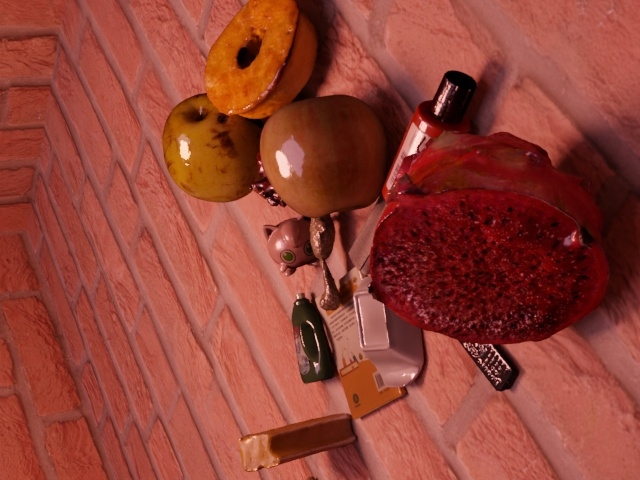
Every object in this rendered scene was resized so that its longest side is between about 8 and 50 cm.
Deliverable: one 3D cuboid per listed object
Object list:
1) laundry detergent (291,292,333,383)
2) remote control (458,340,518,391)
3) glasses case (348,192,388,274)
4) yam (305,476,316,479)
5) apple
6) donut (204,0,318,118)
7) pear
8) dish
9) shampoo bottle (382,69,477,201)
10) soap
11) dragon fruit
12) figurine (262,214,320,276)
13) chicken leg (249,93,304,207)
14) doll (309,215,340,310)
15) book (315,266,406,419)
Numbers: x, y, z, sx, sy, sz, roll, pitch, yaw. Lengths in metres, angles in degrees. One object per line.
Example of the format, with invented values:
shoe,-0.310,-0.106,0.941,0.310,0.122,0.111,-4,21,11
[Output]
laundry detergent,-0.023,0.224,2.122,0.137,0.063,0.211,149,111,-69
remote control,0.276,0.171,1.674,0.245,0.025,0.063,55,138,37
glasses case,0.122,-0.020,1.860,0.071,0.047,0.205,60,141,30
yam,0.007,0.631,2.195,0.145,0.032,0.032,53,138,37
apple,0.011,-0.166,1.816,0.257,0.257,0.234,-10,95,58
donut,-0.125,-0.407,2.036,0.303,0.110,0.303,-17,63,38
pear,-0.251,-0.230,2.199,0.283,0.283,0.283,18,111,56
dish,0.129,0.184,1.855,0.154,0.064,0.234,-13,85,50
shampoo bottle,0.202,-0.177,1.643,0.104,0.104,0.278,56,140,36
soap,-0.068,0.457,2.063,0.160,0.257,0.080,-28,72,56
dragon fruit,0.255,-0.022,1.408,0.371,0.386,0.249,-23,37,34
figurine,-0.060,0.007,2.083,0.125,0.125,0.138,22,134,55
chicken leg,-0.087,-0.268,2.087,0.158,0.096,0.407,-19,67,31
doll,0.004,-0.005,1.993,0.202,0.091,0.286,-71,-29,-56
book,0.082,0.226,2.001,0.208,0.020,0.295,-42,61,53
